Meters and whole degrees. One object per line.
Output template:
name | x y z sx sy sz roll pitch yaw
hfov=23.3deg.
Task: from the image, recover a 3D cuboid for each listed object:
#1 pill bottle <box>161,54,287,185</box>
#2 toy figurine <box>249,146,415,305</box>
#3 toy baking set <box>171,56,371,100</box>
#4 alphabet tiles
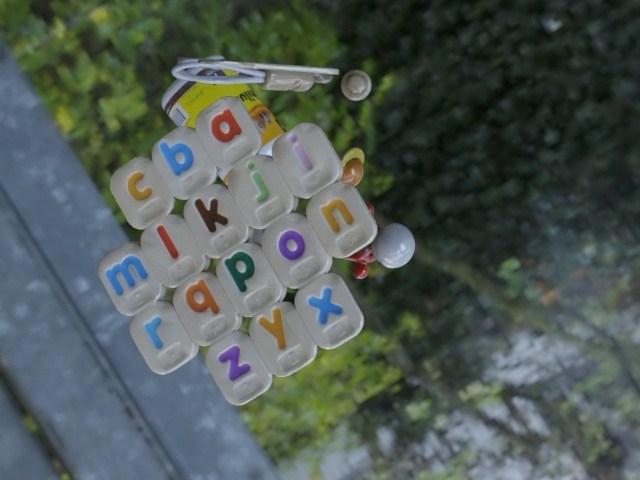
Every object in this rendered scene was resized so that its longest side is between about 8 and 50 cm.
pill bottle | -0.122 -0.154 2.237 0.117 0.215 0.117 -40 176 -3
toy figurine | 0.000 0.000 1.998 0.148 0.209 0.213 10 -131 45
toy baking set | -0.045 -0.157 1.513 0.197 0.030 0.256 4 -173 -4
alphabet tiles | -0.086 0.010 1.575 0.284 0.278 0.021 -33 170 16
